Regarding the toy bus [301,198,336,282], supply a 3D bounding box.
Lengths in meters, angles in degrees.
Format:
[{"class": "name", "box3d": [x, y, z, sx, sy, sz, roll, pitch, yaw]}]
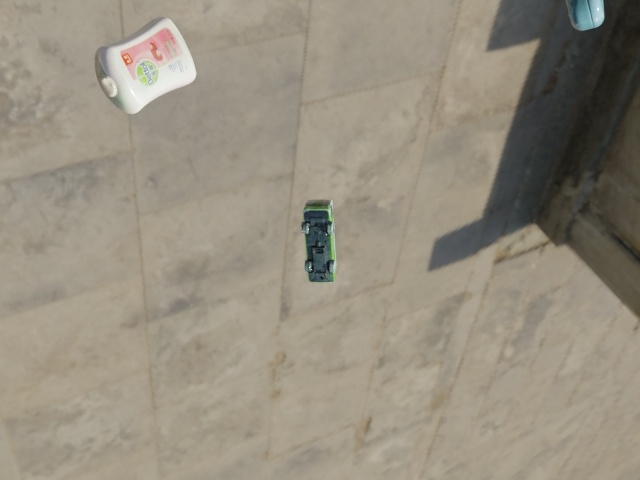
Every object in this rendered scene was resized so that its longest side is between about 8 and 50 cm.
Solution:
[{"class": "toy bus", "box3d": [0.000, 0.000, 0.828, 0.031, 0.037, 0.083, 1, 122, 8]}]

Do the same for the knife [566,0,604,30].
[{"class": "knife", "box3d": [0.261, -0.283, 0.870, 0.032, 0.244, 0.058, -16, 126, 24]}]

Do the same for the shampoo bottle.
[{"class": "shampoo bottle", "box3d": [-0.176, -0.170, 0.846, 0.099, 0.043, 0.072, -40, 114, -39]}]
